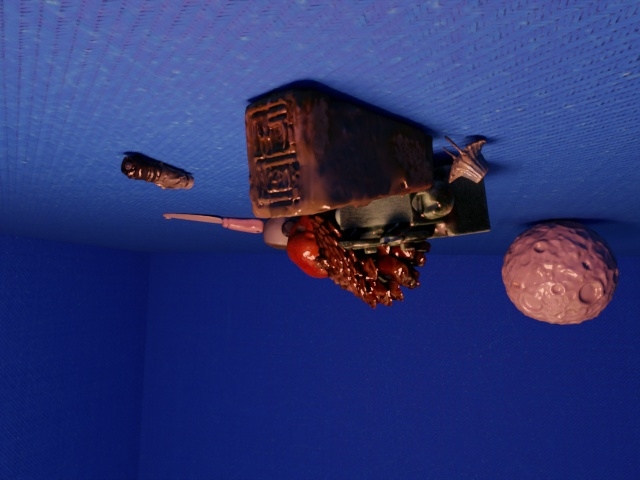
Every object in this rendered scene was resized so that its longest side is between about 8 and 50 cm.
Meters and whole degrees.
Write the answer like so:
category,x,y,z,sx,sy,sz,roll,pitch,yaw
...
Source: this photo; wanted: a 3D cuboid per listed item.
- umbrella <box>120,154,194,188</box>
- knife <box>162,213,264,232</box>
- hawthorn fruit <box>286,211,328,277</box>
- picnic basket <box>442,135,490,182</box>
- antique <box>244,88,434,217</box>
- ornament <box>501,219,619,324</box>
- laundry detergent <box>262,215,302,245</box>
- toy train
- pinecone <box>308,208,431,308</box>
category,x,y,z,sx,sy,sz,roll,pitch,yaw
umbrella,-0.311,-0.127,0.996,0.050,0.046,0.188,-8,176,18
knife,-0.352,-0.063,1.723,0.336,0.043,0.081,5,168,-18
hawthorn fruit,0.000,0.000,1.499,0.207,0.207,0.243,2,-179,-7
picnic basket,0.219,-0.126,0.797,0.083,0.083,0.065,39,-173,7
antique,0.042,-0.110,0.714,0.284,0.150,0.125,-5,-175,-43
ornament,0.749,0.090,1.627,0.337,0.337,0.337,1,175,0
laundry detergent,-0.080,-0.028,1.676,0.215,0.105,0.280,2,173,-6
toy train,0.165,-0.067,0.981,0.238,0.167,0.299,-7,-179,-29
pinecone,0.126,0.015,1.254,0.296,0.298,0.242,-5,142,-35
